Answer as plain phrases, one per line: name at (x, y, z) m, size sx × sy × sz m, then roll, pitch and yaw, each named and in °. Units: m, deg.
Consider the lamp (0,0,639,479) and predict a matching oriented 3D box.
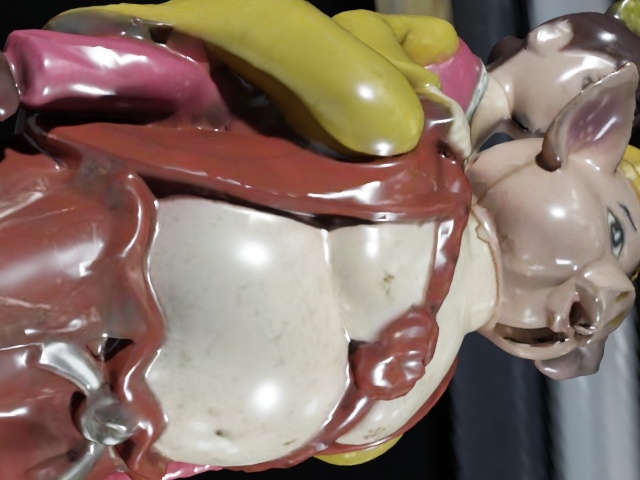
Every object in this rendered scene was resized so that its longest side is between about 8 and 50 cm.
lamp at (0.000, 0.000, 0.452) m, size 0.118 × 0.253 × 0.118 m, roll 169°, pitch -90°, yaw -68°
